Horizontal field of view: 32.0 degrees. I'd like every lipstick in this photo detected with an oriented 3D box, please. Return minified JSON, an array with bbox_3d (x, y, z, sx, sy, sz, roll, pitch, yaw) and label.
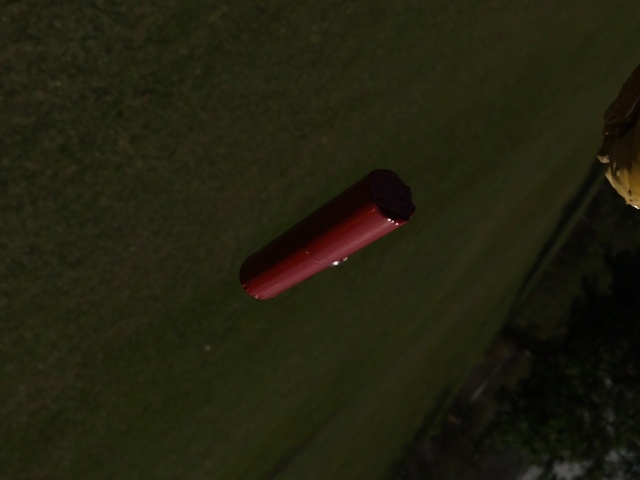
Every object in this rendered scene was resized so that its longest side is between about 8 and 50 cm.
[{"bbox_3d":[0.001,-0.001,1.352,0.279,0.073,0.073,-32,-173,47],"label":"lipstick"}]

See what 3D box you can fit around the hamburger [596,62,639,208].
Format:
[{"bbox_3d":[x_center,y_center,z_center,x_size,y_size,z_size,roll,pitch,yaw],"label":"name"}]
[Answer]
[{"bbox_3d":[0.436,-0.117,1.081,0.318,0.158,0.319,-6,155,-3],"label":"hamburger"}]
